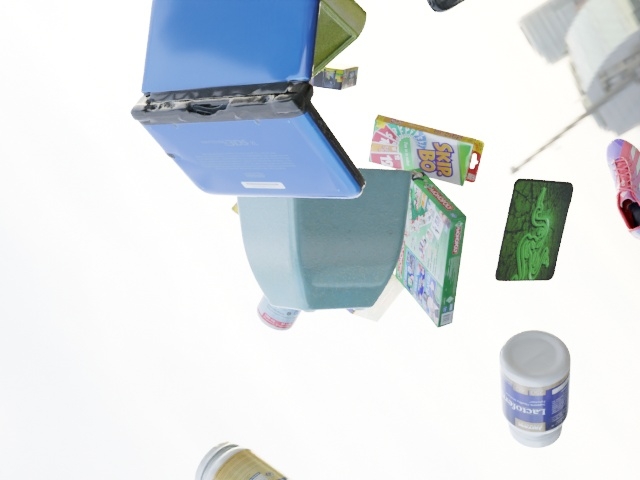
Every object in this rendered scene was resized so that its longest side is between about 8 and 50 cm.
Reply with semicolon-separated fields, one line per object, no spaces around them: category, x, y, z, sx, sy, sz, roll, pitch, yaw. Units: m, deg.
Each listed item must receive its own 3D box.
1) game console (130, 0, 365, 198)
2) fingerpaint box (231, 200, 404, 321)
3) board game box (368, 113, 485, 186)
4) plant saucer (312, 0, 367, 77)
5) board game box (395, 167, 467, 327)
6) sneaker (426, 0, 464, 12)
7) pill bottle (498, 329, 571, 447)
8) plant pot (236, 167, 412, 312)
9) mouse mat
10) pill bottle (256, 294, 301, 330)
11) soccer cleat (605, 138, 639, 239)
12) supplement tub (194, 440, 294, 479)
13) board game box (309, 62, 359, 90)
game console;-0.082;-0.194;1.167;0.250;0.293;0.173;51;-124;-39
fingerpaint box;0.011;0.018;2.591;0.445;0.163;0.371;41;-177;16
board game box;0.246;-0.208;2.169;0.039;0.260;0.124;-66;-13;-49
plant saucer;-0.028;-0.305;1.394;0.045;0.188;0.188;58;-164;28
board game box;0.253;0.019;2.170;0.213;0.046;0.317;-126;28;-46
sneaker;0.329;-0.559;1.846;0.107;0.283;0.124;40;-164;-28
pill bottle;0.478;0.337;2.066;0.153;0.153;0.264;-89;-10;-47
plant pot;0.000;0.000;1.675;0.247;0.248;0.252;1;-91;-28
mouse mat;0.383;-0.017;1.658;0.153;0.189;0.007;1;-164;-34
pill bottle;-0.062;0.100;1.875;0.087;0.160;0.087;20;-148;-13
soccer cleat;0.668;-0.116;2.002;0.095;0.083;0.247;10;-119;-44
supplement tub;-0.146;0.511;1.887;0.200;0.144;0.144;27;-176;36
board game box;-0.017;-0.361;1.999;0.141;0.170;0.048;-36;-45;-69
